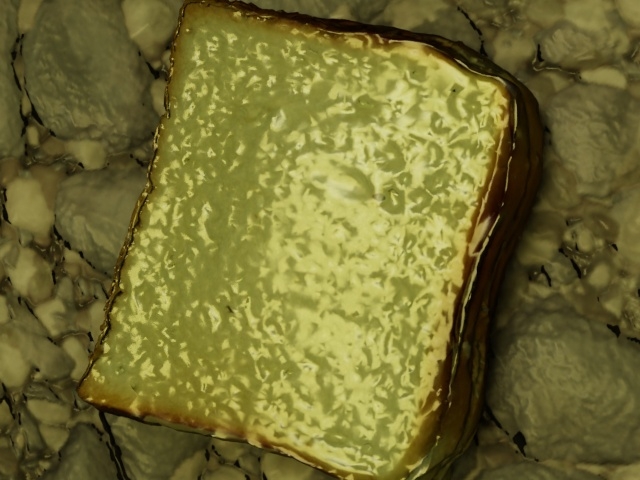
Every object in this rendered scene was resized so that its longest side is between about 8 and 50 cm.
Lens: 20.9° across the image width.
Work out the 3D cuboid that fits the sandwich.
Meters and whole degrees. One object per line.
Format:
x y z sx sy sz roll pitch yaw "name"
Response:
0.000 0.000 1.160 0.271 0.099 0.301 15 93 18 "sandwich"
